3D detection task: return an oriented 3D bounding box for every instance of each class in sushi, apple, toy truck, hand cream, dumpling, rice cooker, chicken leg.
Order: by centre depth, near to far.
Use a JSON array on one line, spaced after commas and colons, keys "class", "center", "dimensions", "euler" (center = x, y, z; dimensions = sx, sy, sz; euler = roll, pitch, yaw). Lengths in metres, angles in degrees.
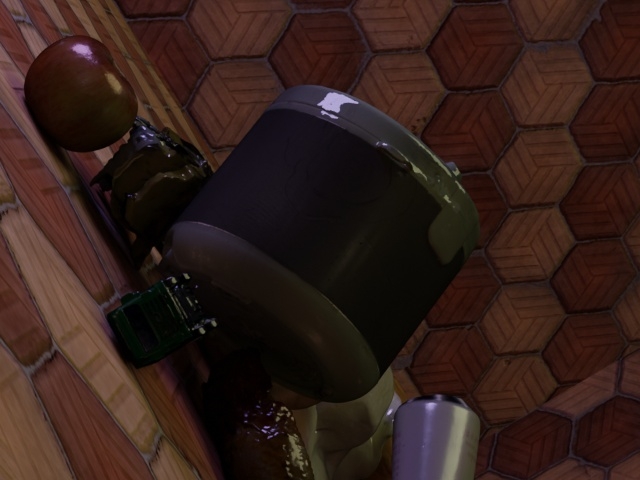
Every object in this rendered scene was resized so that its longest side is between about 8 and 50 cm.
[{"class": "toy truck", "center": [-0.143, 0.071, 1.547], "dimensions": [0.065, 0.079, 0.147], "euler": [60, 1, 2]}, {"class": "chicken leg", "center": [-0.047, 0.230, 1.679], "dimensions": [0.322, 0.083, 0.177], "euler": [-120, -171, -58]}, {"class": "rice cooker", "center": [0.002, -0.001, 1.788], "dimensions": [0.288, 0.277, 0.288], "euler": [31, -22, 14]}, {"class": "apple", "center": [-0.253, -0.153, 1.796], "dimensions": [0.126, 0.102, 0.126], "euler": [58, 1, -2]}, {"class": "sushi", "center": [-0.194, -0.060, 1.886], "dimensions": [0.131, 0.139, 0.291], "euler": [43, 2, -13]}, {"class": "hand cream", "center": [0.144, 0.384, 2.250], "dimensions": [0.185, 0.118, 0.359], "euler": [59, 33, -60]}, {"class": "dumpling", "center": [-0.009, 0.212, 2.294], "dimensions": [0.318, 0.187, 0.243], "euler": [42, 55, -52]}]

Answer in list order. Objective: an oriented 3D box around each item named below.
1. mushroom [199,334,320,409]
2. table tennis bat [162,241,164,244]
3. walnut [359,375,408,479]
[{"class": "mushroom", "center": [-0.059, 0.076, 2.015], "dimensions": [0.255, 0.184, 0.255], "euler": [36, -35, 30]}, {"class": "table tennis bat", "center": [-0.189, 0.001, 2.163], "dimensions": [0.244, 0.040, 0.153], "euler": [55, 0, 15]}, {"class": "walnut", "center": [0.063, 0.274, 2.497], "dimensions": [0.197, 0.165, 0.165], "euler": [63, 3, 22]}]
